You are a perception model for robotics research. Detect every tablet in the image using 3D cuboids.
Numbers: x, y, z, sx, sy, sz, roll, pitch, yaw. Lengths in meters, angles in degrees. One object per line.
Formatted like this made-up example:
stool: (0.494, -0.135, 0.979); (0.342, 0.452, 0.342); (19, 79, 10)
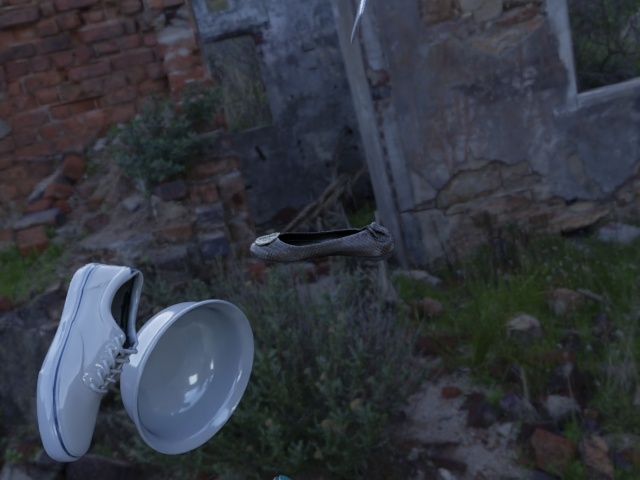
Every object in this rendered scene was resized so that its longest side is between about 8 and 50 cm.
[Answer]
tablet: (0.043, -0.244, 0.645); (0.006, 0.083, 0.054); (15, -16, -3)

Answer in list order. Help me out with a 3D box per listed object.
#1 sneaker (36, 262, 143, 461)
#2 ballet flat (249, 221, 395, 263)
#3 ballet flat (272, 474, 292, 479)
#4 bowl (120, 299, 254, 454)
sneaker: (-0.284, 0.144, 0.820); (0.091, 0.258, 0.094); (-6, -25, 16)
ballet flat: (0.000, 0.000, 1.091); (0.249, 0.058, 0.084); (0, 26, 13)
ballet flat: (-0.054, 0.492, 1.139); (0.079, 0.076, 0.221); (-60, 18, -5)
bowl: (-0.272, 0.238, 1.233); (0.134, 0.298, 0.297); (17, 28, 34)
